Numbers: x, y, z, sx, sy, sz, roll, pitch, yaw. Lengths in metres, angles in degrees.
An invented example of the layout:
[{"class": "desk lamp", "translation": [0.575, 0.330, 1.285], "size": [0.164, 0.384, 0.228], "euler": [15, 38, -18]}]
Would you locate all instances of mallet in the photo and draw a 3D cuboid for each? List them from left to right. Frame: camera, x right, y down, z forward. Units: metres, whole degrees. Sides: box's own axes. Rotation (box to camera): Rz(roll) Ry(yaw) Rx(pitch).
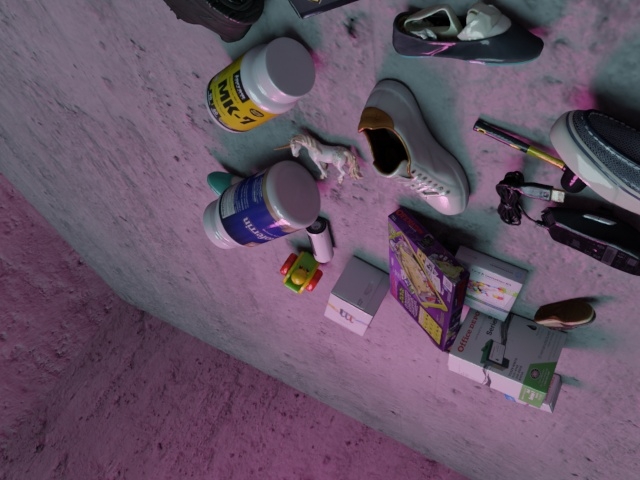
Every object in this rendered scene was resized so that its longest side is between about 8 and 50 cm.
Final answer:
[{"class": "mallet", "translation": [0.320, -0.130, 0.842], "size": [0.189, 0.039, 0.062], "euler": [27, 157, 22]}]

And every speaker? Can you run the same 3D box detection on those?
[{"class": "speaker", "translation": [0.000, 0.000, 1.407], "size": [0.055, 0.055, 0.136], "euler": [21, 153, 22]}]

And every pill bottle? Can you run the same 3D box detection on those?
[{"class": "pill bottle", "translation": [-0.141, -0.070, 1.259], "size": [0.264, 0.153, 0.153], "euler": [-19, 126, 41]}, {"class": "pill bottle", "translation": [-0.108, -0.269, 0.970], "size": [0.119, 0.119, 0.208], "euler": [44, 152, -24]}]

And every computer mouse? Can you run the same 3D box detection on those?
[{"class": "computer mouse", "translation": [0.399, -0.040, 0.862], "size": [0.262, 0.060, 0.184], "euler": [27, 171, 31]}]

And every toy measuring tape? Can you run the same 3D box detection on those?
[{"class": "toy measuring tape", "translation": [-0.054, 0.089, 1.617], "size": [0.121, 0.121, 0.330], "euler": [32, 177, 0]}]

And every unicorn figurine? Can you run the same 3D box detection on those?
[{"class": "unicorn figurine", "translation": [0.006, -0.167, 1.109], "size": [0.162, 0.060, 0.111], "euler": [1, 143, 22]}]

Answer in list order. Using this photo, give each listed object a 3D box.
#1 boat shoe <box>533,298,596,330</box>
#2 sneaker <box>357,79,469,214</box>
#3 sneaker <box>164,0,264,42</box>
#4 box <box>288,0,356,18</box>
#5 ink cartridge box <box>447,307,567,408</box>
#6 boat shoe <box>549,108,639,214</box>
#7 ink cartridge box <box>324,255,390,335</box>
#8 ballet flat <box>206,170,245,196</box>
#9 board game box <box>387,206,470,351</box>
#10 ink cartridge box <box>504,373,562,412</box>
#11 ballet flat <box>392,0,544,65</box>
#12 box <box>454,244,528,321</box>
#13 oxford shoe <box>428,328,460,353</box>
[{"class": "boat shoe", "translation": [0.503, 0.155, 1.126], "size": [0.049, 0.056, 0.152], "euler": [32, 165, -12]}, {"class": "sneaker", "translation": [0.151, -0.121, 0.943], "size": [0.106, 0.123, 0.290], "euler": [-3, 139, 48]}, {"class": "sneaker", "translation": [-0.228, -0.413, 0.871], "size": [0.286, 0.109, 0.130], "euler": [39, 160, -9]}, {"class": "box", "translation": [0.014, -0.388, 0.694], "size": [0.220, 0.051, 0.175], "euler": [5, 144, 45]}, {"class": "ink cartridge box", "translation": [0.420, 0.254, 1.264], "size": [0.219, 0.160, 0.092], "euler": [19, 151, 24]}, {"class": "boat shoe", "translation": [0.465, -0.093, 0.668], "size": [0.340, 0.127, 0.158], "euler": [31, 141, -1]}, {"class": "ink cartridge box", "translation": [0.099, 0.150, 1.478], "size": [0.127, 0.128, 0.176], "euler": [29, 154, 8]}, {"class": "ballet flat", "translation": [-0.173, -0.103, 1.409], "size": [0.087, 0.083, 0.247], "euler": [-30, 118, 35]}, {"class": "board game box", "translation": [0.231, 0.098, 1.235], "size": [0.208, 0.056, 0.347], "euler": [45, 163, 28]}, {"class": "ink cartridge box", "translation": [0.547, 0.380, 1.430], "size": [0.122, 0.088, 0.052], "euler": [9, 146, 40]}, {"class": "ballet flat", "translation": [0.179, -0.267, 0.709], "size": [0.203, 0.074, 0.074], "euler": [17, 151, 34]}, {"class": "box", "translation": [0.353, 0.096, 1.201], "size": [0.145, 0.038, 0.186], "euler": [23, 152, 18]}, {"class": "oxford shoe", "translation": [0.366, 0.259, 1.454], "size": [0.227, 0.083, 0.096], "euler": [38, 135, -13]}]
